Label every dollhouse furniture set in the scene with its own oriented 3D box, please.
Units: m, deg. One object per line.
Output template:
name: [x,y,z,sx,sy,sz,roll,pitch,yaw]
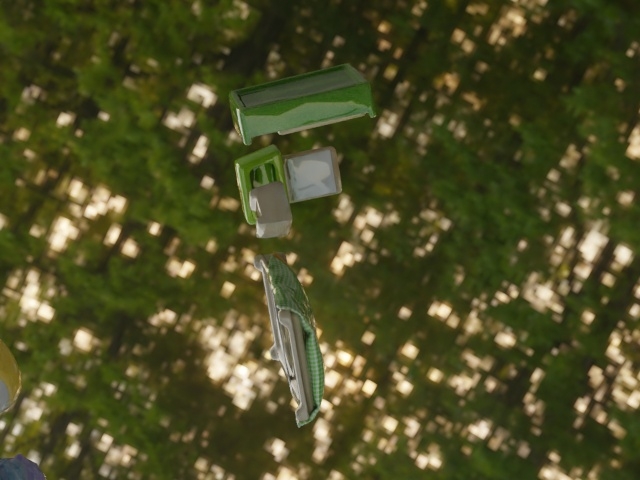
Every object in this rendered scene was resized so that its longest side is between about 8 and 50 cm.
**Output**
dollhouse furniture set: [0.000,0.000,0.631,0.059,0.151,0.076,-12,-158,-8]

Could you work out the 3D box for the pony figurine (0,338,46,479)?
pony figurine: [-0.270,0.154,0.547,0.363,0.303,0.351,-41,-71,-53]
